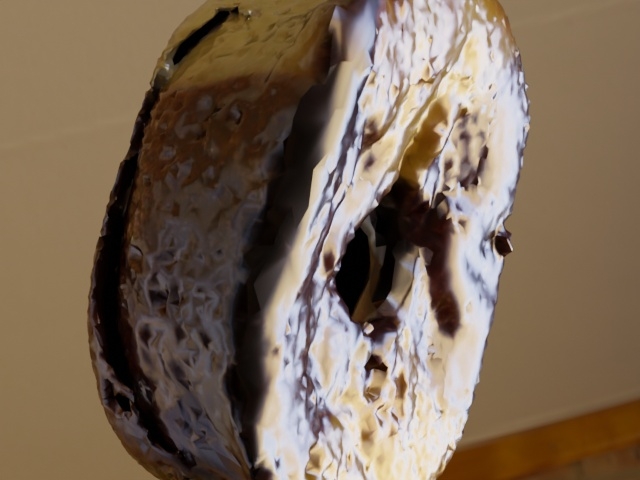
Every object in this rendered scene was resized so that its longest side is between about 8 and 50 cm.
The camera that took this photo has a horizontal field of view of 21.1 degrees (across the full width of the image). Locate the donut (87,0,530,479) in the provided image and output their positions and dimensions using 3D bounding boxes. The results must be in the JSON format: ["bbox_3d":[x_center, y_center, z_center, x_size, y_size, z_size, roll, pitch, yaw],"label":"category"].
[{"bbox_3d":[0.000,0.000,0.396,0.059,0.140,0.140,12,-25,30],"label":"donut"}]
